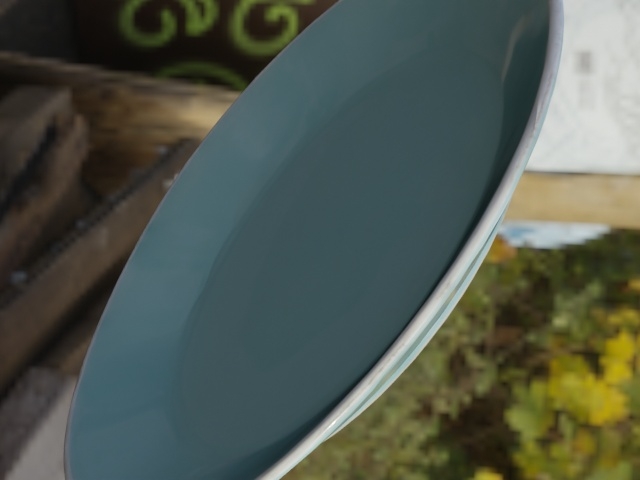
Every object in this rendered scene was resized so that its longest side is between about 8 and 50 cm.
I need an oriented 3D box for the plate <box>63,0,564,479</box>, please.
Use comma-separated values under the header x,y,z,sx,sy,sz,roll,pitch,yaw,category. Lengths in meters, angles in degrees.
x,y,z,sx,sy,sz,roll,pitch,yaw,category
0.000,0.000,0.507,0.024,0.188,0.188,36,48,-23,plate
